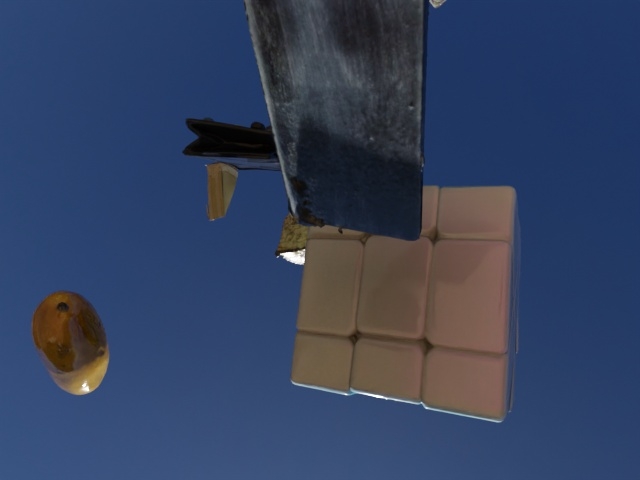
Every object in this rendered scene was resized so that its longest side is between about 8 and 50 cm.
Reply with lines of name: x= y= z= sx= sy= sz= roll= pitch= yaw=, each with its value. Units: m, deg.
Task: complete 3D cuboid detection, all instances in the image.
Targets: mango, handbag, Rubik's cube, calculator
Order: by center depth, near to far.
calculator: x=0.021 y=-0.107 z=0.412 sx=0.161 sy=0.261 sz=0.021 roll=12 pitch=-134 yaw=22
mango: x=-0.305 y=0.133 z=0.540 sx=0.075 sy=0.190 sz=0.098 roll=-11 pitch=-130 yaw=-29
Rubik's cube: x=0.169 y=0.103 z=0.754 sx=0.316 sy=0.322 sz=0.318 roll=1 pitch=-102 yaw=25
handbag: x=-0.158 y=-0.235 z=1.099 sx=0.269 sy=0.326 sz=0.118 roll=8 pitch=-83 yaw=10

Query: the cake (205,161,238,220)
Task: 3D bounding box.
cake: x=-0.213 y=-0.103 z=0.947 sx=0.052 sy=0.065 sz=0.121 roll=-2 pitch=-93 yaw=25

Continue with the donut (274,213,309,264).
donut: x=-0.010 y=0.001 z=1.084 sx=0.187 sy=0.144 sz=0.126 roll=1 pitch=-111 yaw=3

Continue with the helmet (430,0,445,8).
helmet: x=0.253 y=-0.596 z=0.911 sx=0.107 sy=0.177 sz=0.153 roll=-13 pitch=-133 yaw=39
